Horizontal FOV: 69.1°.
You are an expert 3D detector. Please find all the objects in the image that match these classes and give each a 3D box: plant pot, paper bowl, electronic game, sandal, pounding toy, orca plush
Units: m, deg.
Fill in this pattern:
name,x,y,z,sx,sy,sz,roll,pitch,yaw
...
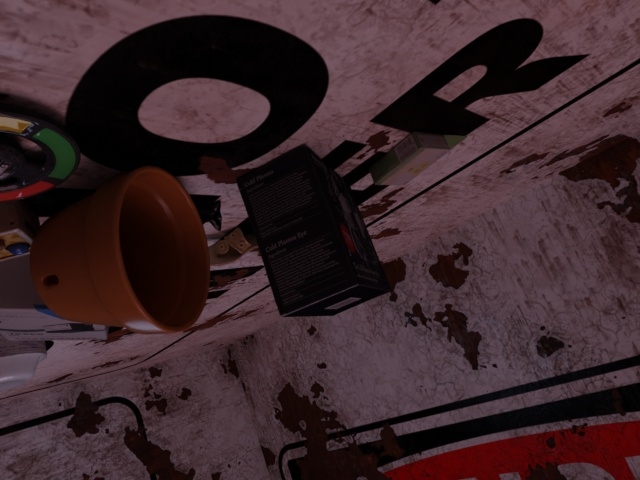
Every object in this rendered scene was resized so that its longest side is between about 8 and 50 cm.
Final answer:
name,x,y,z,sx,sy,sz,roll,pitch,yaw
plant pot,-0.353,0.030,0.828,0.203,0.291,0.291,-10,167,13
paper bowl,-0.994,0.378,1.415,0.284,0.148,0.284,-19,164,-6
electronic game,-0.446,-0.108,0.619,0.229,0.048,0.229,-20,165,-6
sandal,-0.221,-0.005,1.280,0.240,0.088,0.079,-17,135,-41
pounding toy,-0.542,-0.006,0.748,0.130,0.100,0.141,-17,165,-16
orca plush,-0.344,-0.004,1.013,0.287,0.102,0.151,-8,161,-40

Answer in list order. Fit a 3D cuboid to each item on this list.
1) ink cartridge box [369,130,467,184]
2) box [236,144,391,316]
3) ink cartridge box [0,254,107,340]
name,x,y,z,sx,sy,sz,roll,pitch,yaw
ink cartridge box,0.263,-0.208,1.202,0.235,0.056,0.171,-5,158,-40
box,0.000,0.000,1.080,0.178,0.313,0.343,-25,165,14
ink cartridge box,-0.586,0.131,1.022,0.223,0.129,0.307,4,157,-21
